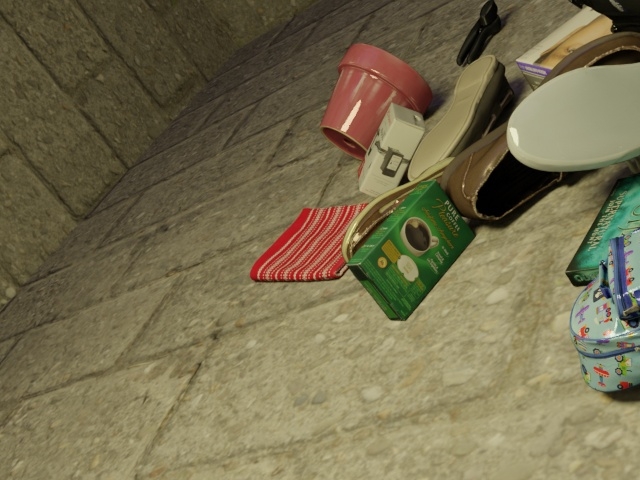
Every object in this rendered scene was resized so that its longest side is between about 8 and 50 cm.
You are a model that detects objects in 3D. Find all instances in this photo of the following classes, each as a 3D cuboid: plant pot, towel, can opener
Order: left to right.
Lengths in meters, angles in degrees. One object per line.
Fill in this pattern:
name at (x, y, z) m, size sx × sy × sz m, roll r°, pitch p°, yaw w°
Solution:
towel at (0.000, 0.000, 1.688) m, size 0.199 × 0.031 × 0.275 m, roll -49°, pitch 24°, yaw -27°
plant pot at (0.098, -0.268, 1.903) m, size 0.180 × 0.201 × 0.201 m, roll -57°, pitch 24°, yaw -9°
can opener at (0.344, -0.448, 2.064) m, size 0.059 × 0.073 × 0.186 m, roll 1°, pitch 51°, yaw 47°

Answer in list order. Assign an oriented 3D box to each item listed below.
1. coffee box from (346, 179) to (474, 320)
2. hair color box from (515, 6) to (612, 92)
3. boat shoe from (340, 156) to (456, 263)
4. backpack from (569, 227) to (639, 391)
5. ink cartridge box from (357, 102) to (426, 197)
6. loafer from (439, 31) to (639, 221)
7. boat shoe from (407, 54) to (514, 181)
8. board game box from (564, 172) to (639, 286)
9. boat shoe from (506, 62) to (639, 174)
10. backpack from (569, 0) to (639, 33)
coffee box at (0.131, 0.013, 1.337) m, size 0.184 × 0.113 × 0.040 m, roll -48°, pitch 20°, yaw -24°
hair color box at (0.505, -0.341, 1.504) m, size 0.339 × 0.110 × 0.185 m, roll -39°, pitch 22°, yaw -1°
boat shoe at (0.148, -0.042, 1.456) m, size 0.257 × 0.095 × 0.095 m, roll -40°, pitch 27°, yaw -9°
backpack at (0.319, 0.064, 0.920) m, size 0.173 × 0.117 × 0.158 m, roll -26°, pitch 22°, yaw 33°
ink cartridge box at (0.126, -0.161, 1.688) m, size 0.109 × 0.063 × 0.150 m, roll -89°, pitch 22°, yaw -66°
loafer at (0.340, -0.141, 1.332) m, size 0.366 × 0.134 × 0.130 m, roll -43°, pitch 22°, yaw 13°
boat shoe at (0.259, -0.192, 1.627) m, size 0.112 × 0.095 × 0.335 m, roll -18°, pitch 33°, yaw 48°
board game box at (0.384, -0.021, 1.124) m, size 0.126 × 0.026 × 0.186 m, roll -13°, pitch 31°, yaw 48°
boat shoe at (0.418, -0.167, 1.213) m, size 0.367 × 0.136 × 0.156 m, roll -23°, pitch -20°, yaw 3°
backpack at (0.485, -0.365, 1.251) m, size 0.191 × 0.225 × 0.253 m, roll -59°, pitch 24°, yaw 4°
